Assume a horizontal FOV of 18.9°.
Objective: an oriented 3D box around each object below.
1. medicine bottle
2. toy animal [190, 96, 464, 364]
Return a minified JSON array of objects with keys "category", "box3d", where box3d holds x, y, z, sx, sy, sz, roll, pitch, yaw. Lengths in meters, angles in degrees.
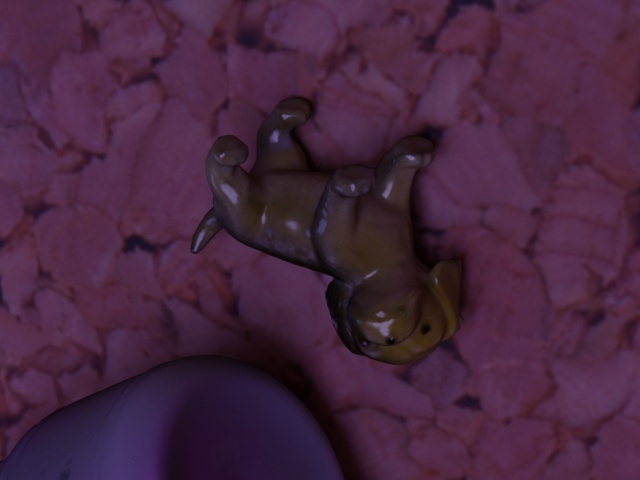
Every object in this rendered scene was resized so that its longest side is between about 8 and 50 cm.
[{"category":"medicine bottle","box3d":[-0.161,0.254,1.585,0.325,0.256,0.256,-27,95,38]},{"category":"toy animal","box3d":[0.011,-0.007,1.501,0.233,0.121,0.168,29,128,17]}]
